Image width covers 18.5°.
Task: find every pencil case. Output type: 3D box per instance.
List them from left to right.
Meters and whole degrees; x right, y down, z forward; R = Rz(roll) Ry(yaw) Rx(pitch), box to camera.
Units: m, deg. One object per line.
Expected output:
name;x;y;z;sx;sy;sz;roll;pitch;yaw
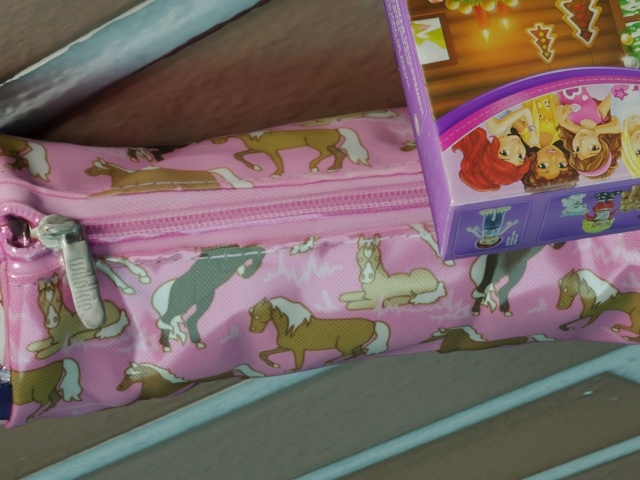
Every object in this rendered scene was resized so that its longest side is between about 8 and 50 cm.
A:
pencil case;0.000;0.000;1.030;0.386;0.167;0.160;-6;120;-12

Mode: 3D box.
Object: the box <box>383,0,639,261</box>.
box;0.172;-0.113;0.795;0.293;0.201;0.057;-9;156;-6
